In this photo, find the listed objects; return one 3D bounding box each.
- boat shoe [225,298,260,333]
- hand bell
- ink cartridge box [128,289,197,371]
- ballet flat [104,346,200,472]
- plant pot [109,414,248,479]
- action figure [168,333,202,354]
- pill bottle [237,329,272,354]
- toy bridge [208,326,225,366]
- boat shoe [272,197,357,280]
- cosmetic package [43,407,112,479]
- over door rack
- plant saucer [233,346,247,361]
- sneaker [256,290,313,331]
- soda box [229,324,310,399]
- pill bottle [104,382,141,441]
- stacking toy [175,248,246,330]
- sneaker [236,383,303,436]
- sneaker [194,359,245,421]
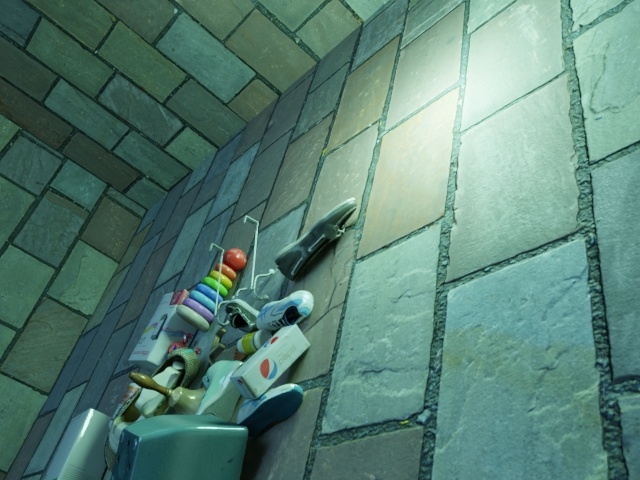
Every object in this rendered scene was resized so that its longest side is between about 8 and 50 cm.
[{"bbox_3d":[-0.256,0.241,1.861,0.219,0.070,0.078,13,112,52],"label":"boat shoe"},{"bbox_3d":[-0.491,0.470,1.838,0.126,0.242,0.126,-41,27,26],"label":"hand bell"},{"bbox_3d":[-0.589,0.358,2.286,0.226,0.131,0.306,-16,43,53],"label":"ink cartridge box"},{"bbox_3d":[-0.582,0.559,1.939,0.483,0.164,0.182,-55,-9,-8],"label":"ballet flat"},{"bbox_3d":[-0.361,0.553,1.426,0.248,0.252,0.247,-12,65,55],"label":"plant pot"},{"bbox_3d":[-0.521,0.455,2.092,0.139,0.091,0.280,-28,35,54],"label":"action figure"},{"bbox_3d":[-0.199,0.307,1.751,0.116,0.065,0.065,-24,38,46],"label":"pill bottle"},{"bbox_3d":[-0.352,0.372,1.979,0.063,0.026,0.188,-45,26,21],"label":"toy bridge"},{"bbox_3d":[0.000,0.000,1.797,0.335,0.095,0.112,-38,-7,22],"label":"boat shoe"},{"bbox_3d":[-0.902,0.839,2.182,0.197,0.155,0.365,-34,33,38],"label":"cosmetic package"},{"bbox_3d":[-0.276,0.111,2.054,0.239,0.108,0.324,-35,51,35],"label":"over door rack"},{"bbox_3d":[-0.242,0.345,1.839,0.083,0.013,0.083,-39,29,27],"label":"plant saucer"},{"bbox_3d":[-0.112,0.219,1.692,0.237,0.085,0.086,-33,27,39],"label":"sneaker"},{"bbox_3d":[-0.128,0.312,1.516,0.216,0.074,0.069,-40,11,-38],"label":"soda box"},{"bbox_3d":[-0.676,0.632,2.096,0.121,0.121,0.216,-17,43,52],"label":"pill bottle"},{"bbox_3d":[-0.393,0.172,2.208,0.330,0.141,0.141,-56,24,-21],"label":"stacking toy"},{"bbox_3d":[-0.133,0.409,1.483,0.228,0.087,0.092,-36,29,29],"label":"sneaker"},{"bbox_3d":[-0.315,0.463,1.714,0.151,0.094,0.256,-4,44,52],"label":"sneaker"}]
